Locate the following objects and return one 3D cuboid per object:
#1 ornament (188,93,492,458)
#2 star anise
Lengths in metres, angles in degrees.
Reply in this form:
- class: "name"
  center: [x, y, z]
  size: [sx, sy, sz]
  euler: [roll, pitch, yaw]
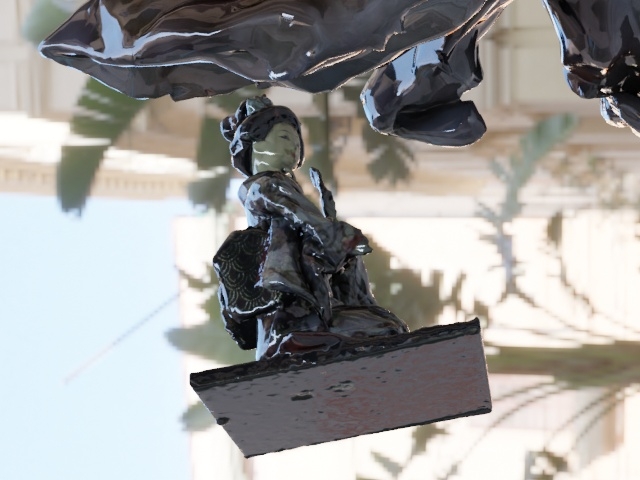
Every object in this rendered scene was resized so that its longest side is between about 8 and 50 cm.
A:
- class: "ornament"
  center: [0.000, 0.000, 0.825]
  size: [0.166, 0.153, 0.196]
  euler: [71, -173, -67]
- class: "star anise"
  center: [0.081, -0.089, 0.397]
  size: [0.257, 0.198, 0.111]
  euler: [10, -134, -35]
